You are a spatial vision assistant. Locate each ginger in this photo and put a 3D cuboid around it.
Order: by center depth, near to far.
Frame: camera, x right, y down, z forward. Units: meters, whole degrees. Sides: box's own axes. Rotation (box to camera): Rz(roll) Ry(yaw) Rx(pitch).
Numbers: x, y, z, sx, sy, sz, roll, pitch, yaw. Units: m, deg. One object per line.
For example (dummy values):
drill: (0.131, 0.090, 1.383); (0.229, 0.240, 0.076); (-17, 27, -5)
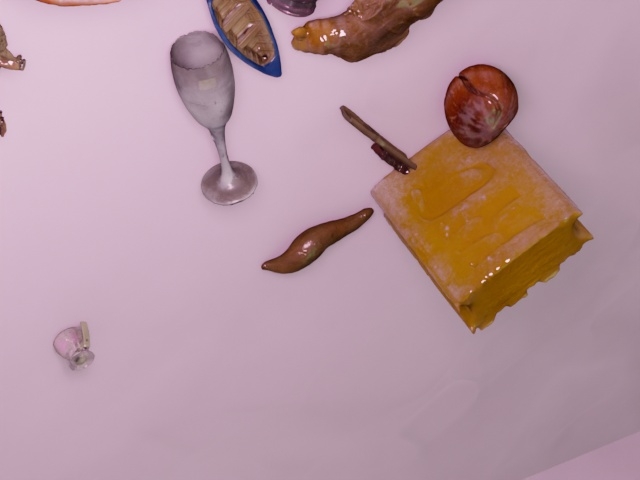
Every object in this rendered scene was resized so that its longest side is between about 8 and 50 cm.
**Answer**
ginger: (0.108, -0.364, 1.901); (0.333, 0.080, 0.166); (-24, 157, 25)

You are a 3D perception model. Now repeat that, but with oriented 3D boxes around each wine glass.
wine glass: (-0.130, -0.134, 1.874); (0.096, 0.264, 0.310); (-24, 143, -13)

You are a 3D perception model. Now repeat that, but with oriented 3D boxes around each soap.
soap: (0.301, -0.043, 2.293); (0.293, 0.335, 0.156); (-36, 145, 4)

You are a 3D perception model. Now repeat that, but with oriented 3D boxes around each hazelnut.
hazelnut: (0.297, -0.244, 2.228); (0.143, 0.143, 0.154); (-2, 134, -39)

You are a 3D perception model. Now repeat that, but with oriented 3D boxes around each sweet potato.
sweet potato: (0.002, -0.002, 2.324); (0.249, 0.059, 0.069); (-32, 165, -12)

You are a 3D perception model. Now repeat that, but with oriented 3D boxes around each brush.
brush: (0.101, -0.178, 2.213); (0.036, 0.043, 0.248); (-49, 144, 7)

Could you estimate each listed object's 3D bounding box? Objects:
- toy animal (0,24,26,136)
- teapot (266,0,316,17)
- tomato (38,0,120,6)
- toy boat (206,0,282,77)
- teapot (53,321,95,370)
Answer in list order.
toy animal: (-0.445, -0.230, 1.673); (0.086, 0.069, 0.220); (-4, 132, -8)
teapot: (-0.037, -0.398, 1.785); (0.148, 0.116, 0.146); (-12, 145, -35)
tomato: (-0.281, -0.454, 1.485); (0.338, 0.144, 0.338); (-19, 143, -15)
toy boat: (-0.117, -0.323, 1.853); (0.080, 0.046, 0.229); (-49, 146, -6)
teapot: (-0.433, 0.188, 2.162); (0.064, 0.064, 0.083); (6, 127, -45)
